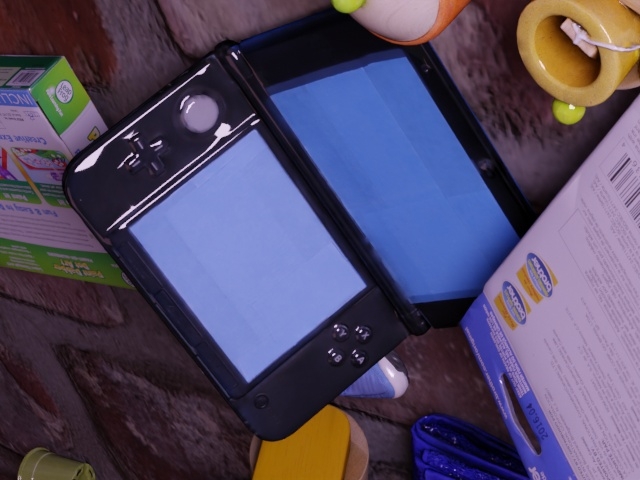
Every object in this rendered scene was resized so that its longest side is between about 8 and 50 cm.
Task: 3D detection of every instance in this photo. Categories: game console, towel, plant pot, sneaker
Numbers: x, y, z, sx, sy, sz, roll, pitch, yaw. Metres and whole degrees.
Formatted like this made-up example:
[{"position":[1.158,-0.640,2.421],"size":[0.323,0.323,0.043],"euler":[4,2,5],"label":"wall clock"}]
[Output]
[{"position":[0.000,0.000,0.999],"size":[0.293,0.250,0.173],"euler":[55,170,-23],"label":"game console"},{"position":[0.188,0.308,1.266],"size":[0.228,0.076,0.308],"euler":[21,143,26],"label":"towel"},{"position":[-0.343,0.317,1.783],"size":[0.079,0.083,0.083],"euler":[-1,132,28],"label":"plant pot"},{"position":[-0.017,0.112,1.219],"size":[0.211,0.081,0.080],"euler":[12,137,32],"label":"sneaker"}]

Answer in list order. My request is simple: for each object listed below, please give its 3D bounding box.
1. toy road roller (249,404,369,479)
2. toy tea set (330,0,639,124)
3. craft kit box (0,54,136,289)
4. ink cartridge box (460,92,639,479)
[{"position":[0.036,0.329,1.262],"size":[0.241,0.329,0.202],"euler":[6,141,6],"label":"toy road roller"},{"position":[0.092,-0.197,0.680],"size":[0.200,0.124,0.336],"euler":[35,146,25],"label":"toy tea set"},{"position":[-0.278,-0.064,1.269],"size":[0.250,0.061,0.246],"euler":[8,136,37],"label":"craft kit box"},{"position":[0.204,0.049,0.855],"size":[0.185,0.065,0.311],"euler":[66,147,24],"label":"ink cartridge box"}]
